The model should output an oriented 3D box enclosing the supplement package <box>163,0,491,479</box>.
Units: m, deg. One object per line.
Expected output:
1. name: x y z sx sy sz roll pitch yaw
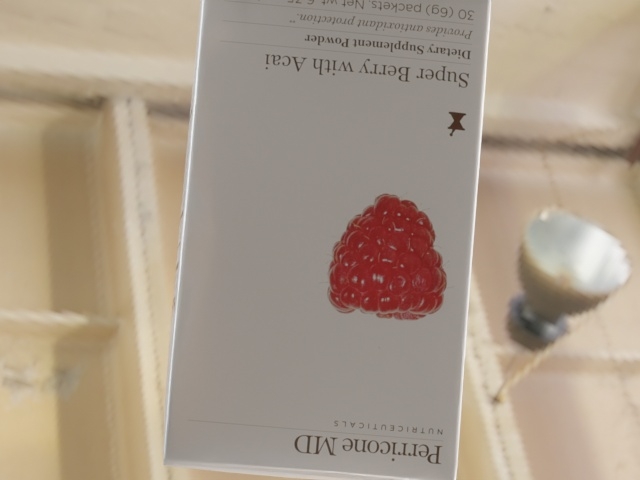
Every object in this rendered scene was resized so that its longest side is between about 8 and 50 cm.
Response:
1. supplement package: 0.000 0.000 1.122 0.177 0.175 0.293 5 -95 -4
